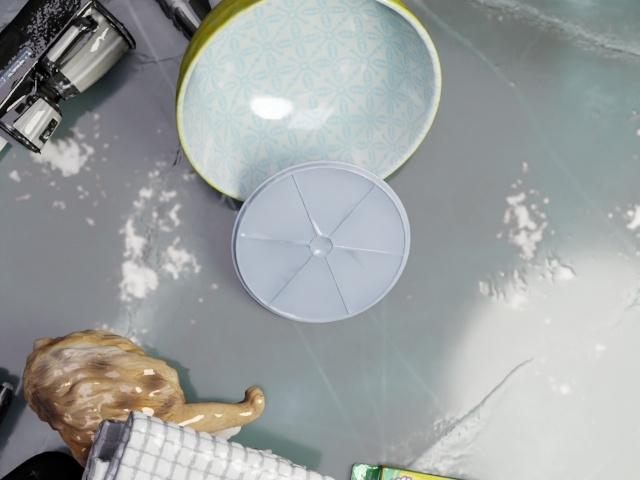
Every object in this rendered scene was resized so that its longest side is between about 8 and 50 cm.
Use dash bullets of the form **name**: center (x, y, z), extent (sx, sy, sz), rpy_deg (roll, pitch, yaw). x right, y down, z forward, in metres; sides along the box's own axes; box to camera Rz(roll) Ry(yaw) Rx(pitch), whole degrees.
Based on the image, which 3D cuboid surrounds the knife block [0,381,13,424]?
- **knife block**: center (-0.423, 0.279, 1.497), extent (0.242, 0.088, 0.275), rpy_deg (-18, 85, -3)

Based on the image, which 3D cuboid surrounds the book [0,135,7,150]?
- **book**: center (-0.436, -0.085, 1.541), extent (0.096, 0.035, 0.144), rpy_deg (41, 84, -27)

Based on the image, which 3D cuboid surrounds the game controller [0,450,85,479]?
- **game controller**: center (-0.354, 0.368, 1.444), extent (0.319, 0.067, 0.166), rpy_deg (-37, 102, -29)

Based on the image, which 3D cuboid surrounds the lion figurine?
- **lion figurine**: center (-0.177, 0.281, 1.454), extent (0.240, 0.142, 0.392), rpy_deg (-5, 77, -27)

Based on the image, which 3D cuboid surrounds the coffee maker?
- **coffee maker**: center (-0.325, -0.212, 1.542), extent (0.171, 0.120, 0.178), rpy_deg (40, 83, 25)

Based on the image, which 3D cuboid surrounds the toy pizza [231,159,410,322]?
- **toy pizza**: center (0.000, 0.000, 1.532), extent (0.201, 0.032, 0.201), rpy_deg (-3, 116, -5)

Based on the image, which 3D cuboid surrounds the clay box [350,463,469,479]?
- **clay box**: center (0.137, 0.328, 1.527), extent (0.222, 0.053, 0.127), rpy_deg (10, 84, -2)

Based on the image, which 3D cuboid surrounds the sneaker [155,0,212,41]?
- **sneaker**: center (-0.150, -0.335, 1.562), extent (0.132, 0.086, 0.228), rpy_deg (-37, 86, -7)

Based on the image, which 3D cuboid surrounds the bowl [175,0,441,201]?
- **bowl**: center (-0.027, -0.192, 1.500), extent (0.290, 0.289, 0.156), rpy_deg (-15, 44, -3)

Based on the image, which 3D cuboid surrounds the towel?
- **towel**: center (-0.143, 0.325, 1.352), extent (0.235, 0.121, 0.283), rpy_deg (18, 85, -17)
